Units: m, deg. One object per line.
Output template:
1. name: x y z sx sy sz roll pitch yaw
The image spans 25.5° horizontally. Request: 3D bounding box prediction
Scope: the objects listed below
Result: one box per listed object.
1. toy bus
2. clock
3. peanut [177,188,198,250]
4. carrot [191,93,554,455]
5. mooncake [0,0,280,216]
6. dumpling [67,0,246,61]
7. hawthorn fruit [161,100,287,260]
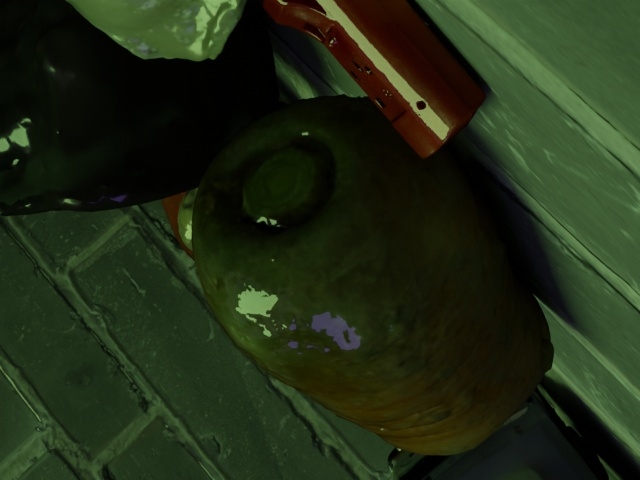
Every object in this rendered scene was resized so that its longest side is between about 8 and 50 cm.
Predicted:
1. toy bus: 0.275 0.373 1.558 0.440 0.209 0.249 52 -173 -2
2. clock: 0.033 -0.123 0.908 0.155 0.061 0.113 47 175 -2
3. peanut: 0.000 0.000 1.406 0.290 0.130 0.130 11 -173 -16
4. carrot: 0.046 0.036 1.123 0.224 0.224 0.340 45 178 40
5. mooncake: -0.224 -0.143 1.352 0.350 0.381 0.212 -19 -76 -65
6. dumpling: -0.133 -0.245 1.009 0.193 0.147 0.258 -17 108 41
7. hawthorn fruit: -0.089 -0.086 1.630 0.210 0.210 0.262 44 156 46
